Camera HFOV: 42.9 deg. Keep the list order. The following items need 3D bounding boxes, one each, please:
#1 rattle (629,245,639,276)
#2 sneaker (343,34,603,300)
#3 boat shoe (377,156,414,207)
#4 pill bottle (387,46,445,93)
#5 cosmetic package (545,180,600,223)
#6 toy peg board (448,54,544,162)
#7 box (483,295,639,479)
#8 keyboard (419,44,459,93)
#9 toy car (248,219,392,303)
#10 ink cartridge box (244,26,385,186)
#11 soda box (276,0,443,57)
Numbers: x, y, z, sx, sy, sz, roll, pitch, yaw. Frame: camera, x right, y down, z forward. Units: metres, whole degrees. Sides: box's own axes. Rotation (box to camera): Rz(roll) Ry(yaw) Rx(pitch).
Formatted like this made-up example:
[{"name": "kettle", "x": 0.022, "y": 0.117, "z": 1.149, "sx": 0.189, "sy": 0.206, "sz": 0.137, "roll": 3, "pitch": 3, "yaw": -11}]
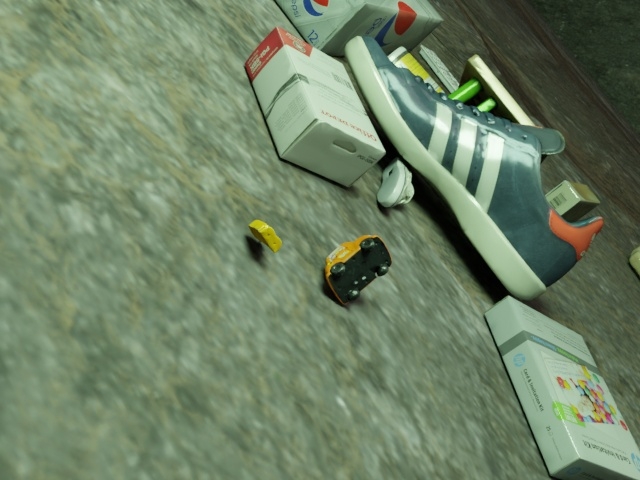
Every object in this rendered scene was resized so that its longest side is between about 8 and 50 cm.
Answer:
[{"name": "rattle", "x": 0.655, "y": 0.035, "z": 1.480, "sx": 0.199, "sy": 0.143, "sz": 0.130, "roll": 4, "pitch": 31, "yaw": -46}, {"name": "sneaker", "x": 0.173, "y": -0.108, "z": 0.901, "sx": 0.350, "sy": 0.148, "sz": 0.131, "roll": 51, "pitch": 8, "yaw": -1}, {"name": "boat shoe", "x": 0.083, "y": -0.055, "z": 0.854, "sx": 0.035, "sy": 0.035, "sz": 0.100, "roll": 40, "pitch": 21, "yaw": -11}, {"name": "pill bottle", "x": 0.119, "y": -0.184, "z": 1.041, "sx": 0.116, "sy": 0.065, "sz": 0.065, "roll": 49, "pitch": 27, "yaw": -1}, {"name": "cosmetic package", "x": 0.396, "y": -0.060, "z": 1.297, "sx": 0.115, "sy": 0.060, "sz": 0.041, "roll": 2, "pitch": 52, "yaw": -57}, {"name": "toy peg board", "x": 0.221, "y": -0.144, "z": 1.119, "sx": 0.161, "sy": 0.079, "sz": 0.160, "roll": 54, "pitch": -4, "yaw": 10}, {"name": "box", "x": 0.247, "y": 0.157, "z": 0.814, "sx": 0.145, "sy": 0.038, "sz": 0.186, "roll": 27, "pitch": 35, "yaw": -36}, {"name": "keyboard", "x": 0.249, "y": -0.219, "z": 1.336, "sx": 0.256, "sy": 0.014, "sz": 0.072, "roll": 55, "pitch": 28, "yaw": 12}, {"name": "toy car", "x": 0.000, "y": 0.000, "z": 0.636, "sx": 0.122, "sy": 0.060, "sz": 0.040, "roll": 38, "pitch": -4, "yaw": -34}, {"name": "ink cartridge box", "x": -0.007, "y": -0.128, "z": 0.787, "sx": 0.099, "sy": 0.056, "sz": 0.135, "roll": 20, "pitch": 38, "yaw": -43}, {"name": "soda box", "x": 0.060, "y": -0.307, "z": 1.085, "sx": 0.098, "sy": 0.091, "sz": 0.286, "roll": 54, "pitch": 27, "yaw": 9}]
